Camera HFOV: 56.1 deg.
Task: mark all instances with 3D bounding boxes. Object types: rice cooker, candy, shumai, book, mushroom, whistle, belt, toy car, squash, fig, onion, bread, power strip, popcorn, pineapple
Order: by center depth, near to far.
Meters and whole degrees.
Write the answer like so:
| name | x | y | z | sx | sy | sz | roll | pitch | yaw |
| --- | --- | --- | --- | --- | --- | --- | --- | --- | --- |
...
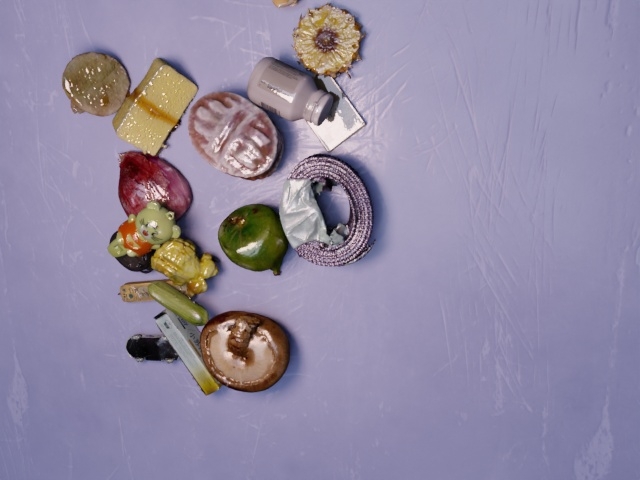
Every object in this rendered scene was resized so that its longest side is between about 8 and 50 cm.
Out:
| name | x | y | z | sx | sy | sz | roll | pitch | yaw |
| --- | --- | --- | --- | --- | --- | --- | --- | --- | --- |
| pineapple | 0.021 | -0.537 | 1.630 | 0.221 | 0.047 | 0.221 | 2 | 99 | 12 |
| book | 0.019 | -0.367 | 1.698 | 0.138 | 0.016 | 0.198 | -35 | 93 | 20 |
| belt | 0.018 | -0.085 | 1.704 | 0.260 | 0.122 | 0.324 | -14 | 101 | 7 |
| candy | -0.237 | -0.294 | 1.712 | 0.289 | 0.157 | 0.214 | 38 | 96 | 10 |
| bread | -0.507 | -0.404 | 1.780 | 0.178 | 0.142 | 0.266 | 39 | 99 | 16 |
| whistle | -0.533 | -0.019 | 1.784 | 0.288 | 0.106 | 0.131 | -27 | 110 | 26 |
| fig | -0.176 | 0.014 | 1.790 | 0.203 | 0.235 | 0.203 | -10 | 58 | 16 |
| shumai | -0.684 | -0.467 | 1.813 | 0.120 | 0.201 | 0.201 | 20 | 114 | 53 |
| onion | -0.546 | -0.158 | 1.849 | 0.227 | 0.120 | 0.283 | -40 | 91 | 15 |
| popcorn | -0.428 | 0.081 | 1.861 | 0.195 | 0.173 | 0.168 | 37 | 141 | -22 |
| mushroom | -0.235 | 0.334 | 1.872 | 0.297 | 0.163 | 0.278 | 16 | 116 | 11 |
| squash | -0.448 | 0.196 | 1.884 | 0.239 | 0.069 | 0.069 | 28 | 109 | 17 |
| rice cooker | -0.593 | 0.031 | 1.917 | 0.165 | 0.106 | 0.112 | 42 | 108 | 14 |
| power strip | -0.537 | 0.163 | 1.967 | 0.306 | 0.044 | 0.064 | -5 | 103 | 16 |
| toy car | -0.559 | 0.358 | 2.015 | 0.205 | 0.056 | 0.095 | -2 | 104 | 19 |

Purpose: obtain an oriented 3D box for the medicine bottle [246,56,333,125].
| name | x | y | z | sx | sy | sz | roll | pitch | yaw |
| --- | --- | --- | --- | --- | --- | --- | --- | --- | --- |
| medicine bottle | -0.079 | -0.399 | 1.635 | 0.215 | 0.135 | 0.135 | 28 | 109 | 8 |

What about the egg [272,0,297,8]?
| name | x | y | z | sx | sy | sz | roll | pitch | yaw |
| --- | --- | --- | --- | --- | --- | --- | --- | --- | --- |
| egg | -0.098 | -0.677 | 1.616 | 0.080 | 0.080 | 0.096 | -8 | 105 | 17 |

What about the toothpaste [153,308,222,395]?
| name | x | y | z | sx | sy | sz | roll | pitch | yaw |
| --- | --- | --- | --- | --- | --- | --- | --- | --- | --- |
| toothpaste | -0.422 | 0.352 | 1.962 | 0.071 | 0.089 | 0.312 | -31 | 95 | 27 |
